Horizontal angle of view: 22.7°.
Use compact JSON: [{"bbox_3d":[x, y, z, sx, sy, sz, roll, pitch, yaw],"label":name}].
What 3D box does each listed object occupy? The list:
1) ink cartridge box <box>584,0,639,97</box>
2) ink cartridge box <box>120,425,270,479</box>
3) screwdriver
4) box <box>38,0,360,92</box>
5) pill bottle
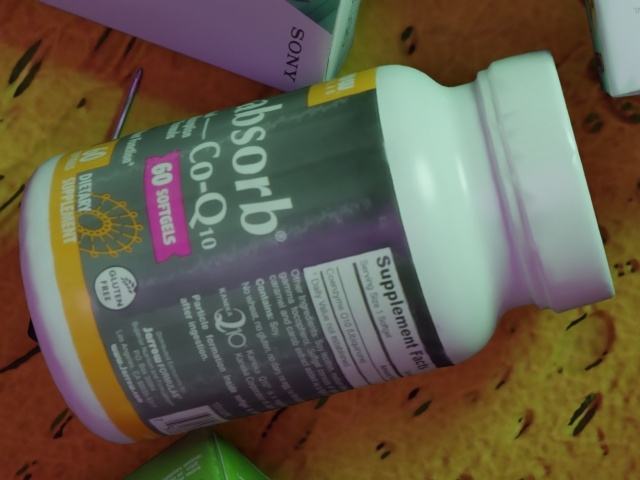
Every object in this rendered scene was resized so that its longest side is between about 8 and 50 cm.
[{"bbox_3d":[0.189,-0.166,0.795,0.127,0.128,0.176,-10,95,9],"label":"ink cartridge box"},{"bbox_3d":[-0.054,0.252,0.910,0.189,0.097,0.255,-36,126,10],"label":"ink cartridge box"},{"bbox_3d":[-0.135,-0.020,0.918,0.025,0.024,0.169,19,94,34],"label":"screwdriver"},{"bbox_3d":[-0.123,-0.210,0.797,0.322,0.232,0.058,19,55,5],"label":"box"},{"bbox_3d":[0.000,0.000,0.826,0.279,0.162,0.162,-15,95,9],"label":"pill bottle"}]
